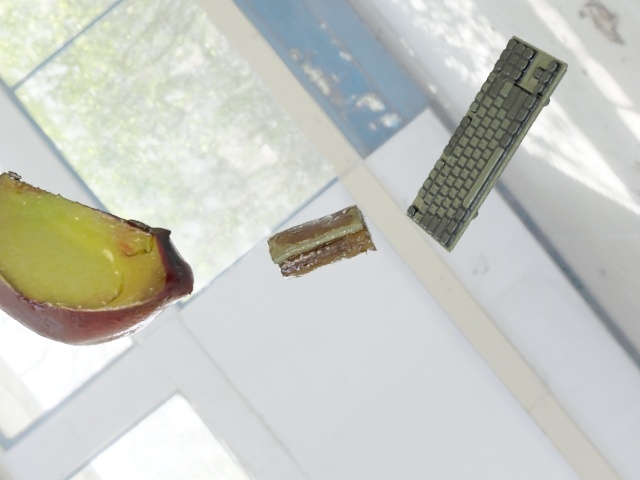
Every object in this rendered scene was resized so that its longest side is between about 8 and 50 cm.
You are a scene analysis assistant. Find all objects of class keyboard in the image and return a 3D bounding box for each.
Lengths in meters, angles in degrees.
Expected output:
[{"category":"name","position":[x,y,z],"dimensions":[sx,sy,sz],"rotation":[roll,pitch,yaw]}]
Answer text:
[{"category":"keyboard","position":[0.097,-0.058,0.534],"dimensions":[0.015,0.129,0.049],"rotation":[19,-161,-36]}]

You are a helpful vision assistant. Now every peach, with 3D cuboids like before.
[{"category":"peach","position":[-0.283,0.049,1.063],"dimensions":[0.267,0.159,0.154],"rotation":[18,155,1]}]

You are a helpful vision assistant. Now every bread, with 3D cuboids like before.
[{"category":"bread","position":[0.000,0.000,0.716],"dimensions":[0.047,0.083,0.036],"rotation":[-102,-11,-45]}]
